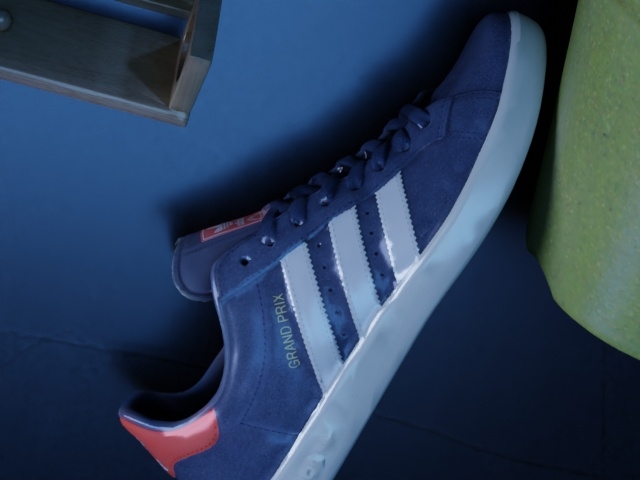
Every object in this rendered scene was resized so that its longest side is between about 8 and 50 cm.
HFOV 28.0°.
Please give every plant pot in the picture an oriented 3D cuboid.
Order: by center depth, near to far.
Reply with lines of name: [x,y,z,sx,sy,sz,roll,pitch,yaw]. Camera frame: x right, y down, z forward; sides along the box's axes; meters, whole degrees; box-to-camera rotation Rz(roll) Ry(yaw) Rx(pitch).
plant pot: [0.237,-0.072,0.711,0.276,0.276,0.254,6,129,-12]

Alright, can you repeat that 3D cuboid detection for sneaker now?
sneaker: [0.000,0.000,0.761,0.148,0.131,0.350,30,93,-5]

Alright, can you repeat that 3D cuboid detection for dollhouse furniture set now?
dollhouse furniture set: [-0.103,-0.173,0.673,0.123,0.144,0.151,14,148,-14]
